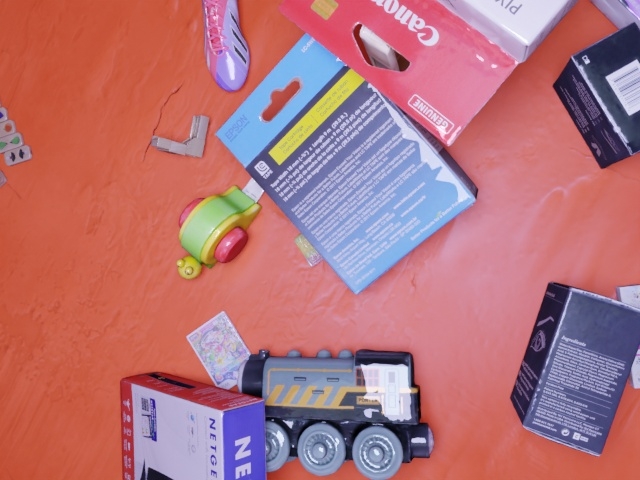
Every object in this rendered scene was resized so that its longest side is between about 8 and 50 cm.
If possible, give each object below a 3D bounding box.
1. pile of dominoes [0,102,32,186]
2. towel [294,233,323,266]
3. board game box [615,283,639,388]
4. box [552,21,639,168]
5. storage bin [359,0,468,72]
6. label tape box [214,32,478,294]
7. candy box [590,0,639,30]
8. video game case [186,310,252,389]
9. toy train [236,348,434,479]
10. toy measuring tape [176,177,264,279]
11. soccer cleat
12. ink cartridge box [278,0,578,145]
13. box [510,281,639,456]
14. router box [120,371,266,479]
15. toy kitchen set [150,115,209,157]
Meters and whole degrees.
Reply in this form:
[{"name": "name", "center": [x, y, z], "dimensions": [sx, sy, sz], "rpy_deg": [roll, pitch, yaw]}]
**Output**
[{"name": "pile of dominoes", "center": [-0.703, -0.210, 1.113], "dimensions": [0.196, 0.040, 0.251], "rpy_deg": [-35, 83, 10]}, {"name": "towel", "center": [0.000, 0.000, 0.974], "dimensions": [0.083, 0.009, 0.060], "rpy_deg": [-36, 82, 9]}, {"name": "board game box", "center": [0.514, 0.140, 0.852], "dimensions": [0.103, 0.026, 0.154], "rpy_deg": [-8, 88, 12]}, {"name": "box", "center": [0.423, -0.199, 0.807], "dimensions": [0.093, 0.158, 0.156], "rpy_deg": [-29, 84, 11]}, {"name": "storage bin", "center": [0.191, -0.331, 0.805], "dimensions": [0.123, 0.262, 0.260], "rpy_deg": [39, 98, 11]}, {"name": "label tape box", "center": [0.041, -0.121, 0.866], "dimensions": [0.240, 0.106, 0.334], "rpy_deg": [-41, 91, 24]}, {"name": "candy box", "center": [0.526, -0.394, 0.830], "dimensions": [0.196, 0.070, 0.165], "rpy_deg": [-42, 81, 9]}, {"name": "video game case", "center": [-0.175, 0.200, 1.010], "dimensions": [0.087, 0.011, 0.122], "rpy_deg": [-35, 83, 10]}, {"name": "toy train", "center": [0.014, 0.272, 0.913], "dimensions": [0.333, 0.142, 0.190], "rpy_deg": [-2, 77, 14]}, {"name": "toy measuring tape", "center": [-0.146, -0.067, 0.954], "dimensions": [0.121, 0.121, 0.330], "rpy_deg": [38, 97, 10]}, {"name": "soccer cleat", "center": [-0.174, -0.384, 0.970], "dimensions": [0.083, 0.095, 0.248], "rpy_deg": [-3, 89, 12]}, {"name": "ink cartridge box", "center": [0.124, -0.304, 0.654], "dimensions": [0.296, 0.066, 0.261], "rpy_deg": [42, 97, 12]}, {"name": "box", "center": [0.367, 0.174, 0.820], "dimensions": [0.108, 0.153, 0.207], "rpy_deg": [19, 94, 11]}, {"name": "router box", "center": [-0.212, 0.402, 0.909], "dimensions": [0.301, 0.082, 0.336], "rpy_deg": [-3, 88, 44]}, {"name": "toy kitchen set", "center": [-0.256, -0.192, 1.004], "dimensions": [0.068, 0.083, 0.075], "rpy_deg": [14, 93, 53]}]
